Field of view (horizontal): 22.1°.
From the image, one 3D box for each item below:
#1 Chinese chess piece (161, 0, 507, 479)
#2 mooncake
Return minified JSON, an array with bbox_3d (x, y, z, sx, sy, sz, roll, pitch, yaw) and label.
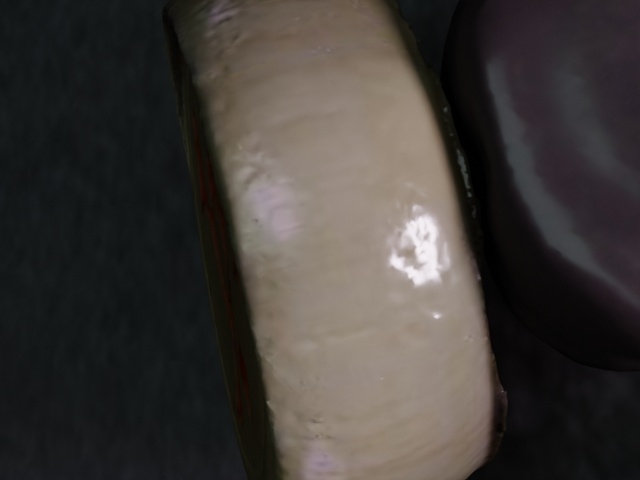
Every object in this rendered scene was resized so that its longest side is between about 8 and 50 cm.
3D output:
[{"bbox_3d":[0.000,0.000,0.720,0.103,0.250,0.249,-12,73,-7],"label":"Chinese chess piece"},{"bbox_3d":[0.167,-0.056,0.645,0.245,0.133,0.245,0,71,1],"label":"mooncake"}]
